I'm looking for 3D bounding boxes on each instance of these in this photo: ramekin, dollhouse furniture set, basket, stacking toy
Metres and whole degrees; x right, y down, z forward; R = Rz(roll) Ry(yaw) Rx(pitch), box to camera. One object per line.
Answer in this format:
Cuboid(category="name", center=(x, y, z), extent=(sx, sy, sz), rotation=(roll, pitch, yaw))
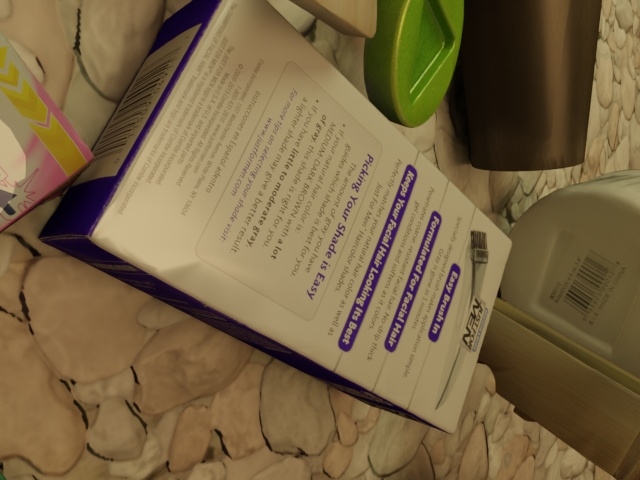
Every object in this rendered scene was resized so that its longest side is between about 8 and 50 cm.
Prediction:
Cuboid(category="ramekin", center=(0.363, 0.051, 0.713), extent=(0.135, 0.277, 0.278), rotation=(-7, 98, -37))
Cuboid(category="dollhouse furniture set", center=(0.158, 0.275, 0.607), extent=(0.362, 0.256, 0.394), rotation=(19, 101, -43))
Cuboid(category="basket", center=(0.235, -0.200, 0.649), extent=(0.204, 0.154, 0.227), rotation=(-17, 108, -42))
Cuboid(category="stacking toy", center=(0.033, -0.251, 0.426), extent=(0.309, 0.130, 0.280), rotation=(18, 91, -62))

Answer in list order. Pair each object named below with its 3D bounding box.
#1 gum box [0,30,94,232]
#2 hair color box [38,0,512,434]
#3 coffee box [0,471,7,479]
Cuboid(category="gum box", center=(-0.210, -0.076, 0.269), extent=(0.107, 0.062, 0.188), rotation=(-49, 124, -31))
Cuboid(category="hair color box", center=(0.000, 0.000, 0.436), extent=(0.338, 0.110, 0.185), rotation=(35, 69, -33))
Cuboid(category="coffee box", center=(-0.234, 0.117, 0.275), extent=(0.113, 0.040, 0.184), rotation=(-40, 119, -35))
